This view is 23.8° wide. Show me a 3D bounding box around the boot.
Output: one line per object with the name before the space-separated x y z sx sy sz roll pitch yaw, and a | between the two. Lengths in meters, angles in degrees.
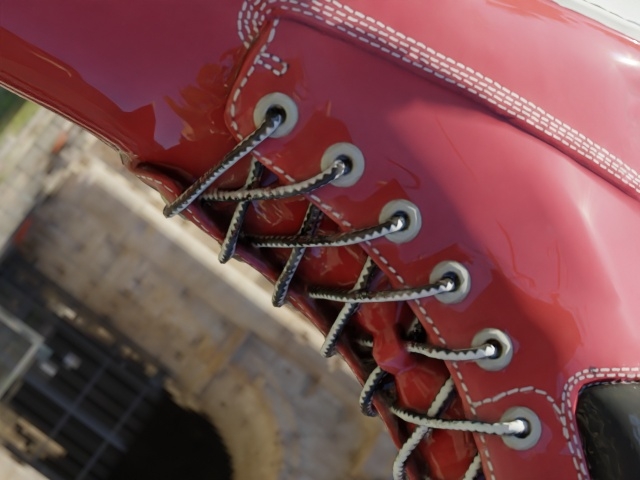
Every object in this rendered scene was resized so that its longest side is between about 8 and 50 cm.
boot | 0.000 0.000 0.336 0.088 0.244 0.176 -32 -125 47
